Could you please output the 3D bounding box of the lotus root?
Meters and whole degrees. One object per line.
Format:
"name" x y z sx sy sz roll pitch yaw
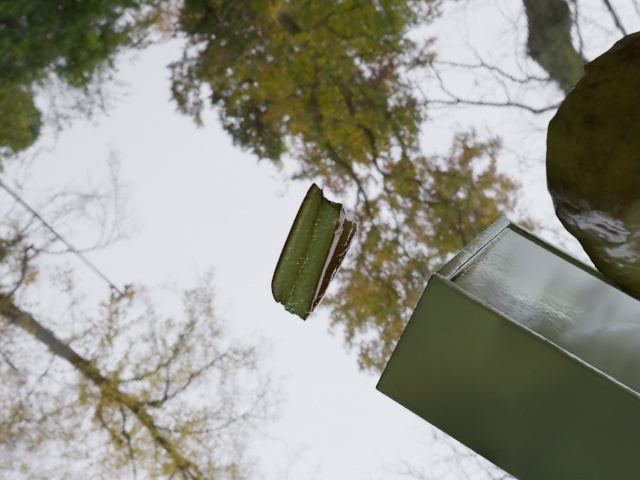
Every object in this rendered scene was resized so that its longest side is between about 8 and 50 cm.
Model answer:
"lotus root" 0.253 -0.045 0.558 0.183 0.203 0.078 -51 -156 4

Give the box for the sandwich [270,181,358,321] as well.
"sandwich" 0.000 0.000 0.456 0.044 0.030 0.083 -48 165 -52

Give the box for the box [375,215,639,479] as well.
"box" 0.201 0.105 0.728 0.225 0.225 0.118 -28 145 -61
